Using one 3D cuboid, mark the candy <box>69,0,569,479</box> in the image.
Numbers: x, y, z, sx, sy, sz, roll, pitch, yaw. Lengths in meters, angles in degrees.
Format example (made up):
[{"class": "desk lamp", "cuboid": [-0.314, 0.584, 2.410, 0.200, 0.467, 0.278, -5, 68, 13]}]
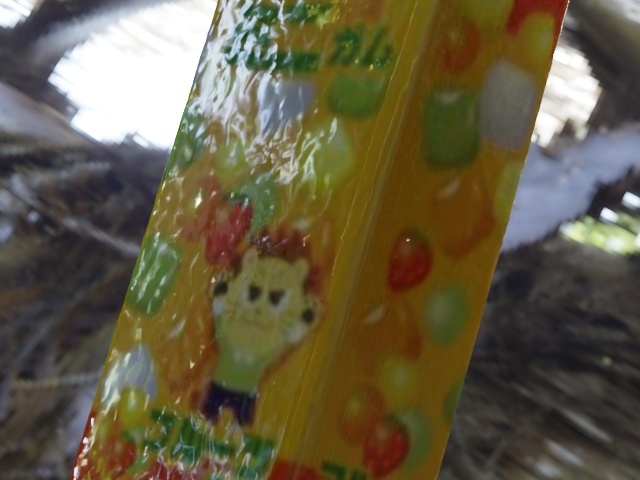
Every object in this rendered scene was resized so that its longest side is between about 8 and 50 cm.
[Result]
[{"class": "candy", "cuboid": [0.000, 0.000, 0.364, 0.038, 0.062, 0.122, 24, -101, -40]}]
